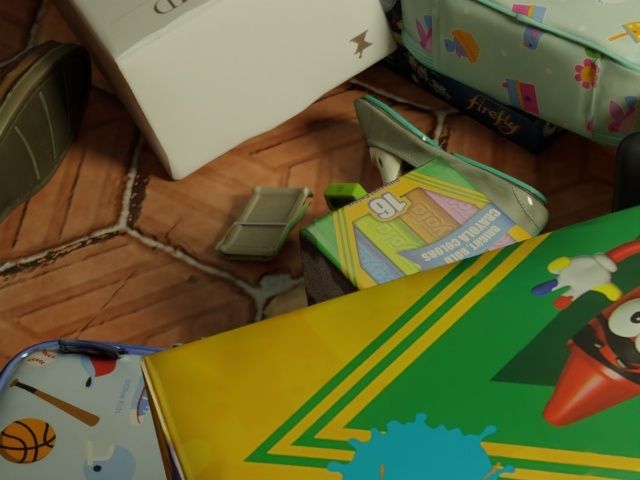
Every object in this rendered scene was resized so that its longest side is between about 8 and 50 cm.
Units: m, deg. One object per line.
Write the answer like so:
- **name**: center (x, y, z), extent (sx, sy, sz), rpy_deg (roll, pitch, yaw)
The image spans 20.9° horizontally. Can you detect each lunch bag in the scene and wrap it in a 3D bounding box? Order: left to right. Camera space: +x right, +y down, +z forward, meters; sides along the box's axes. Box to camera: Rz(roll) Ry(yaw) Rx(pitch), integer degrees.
- **lunch bag**: center (-0.122, 0.194, 1.140), extent (0.243, 0.115, 0.303), rpy_deg (6, 47, 9)
- **lunch bag**: center (0.223, -0.198, 1.432), extent (0.279, 0.108, 0.224), rpy_deg (27, 50, 28)

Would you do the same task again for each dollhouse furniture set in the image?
- **dollhouse furniture set**: center (0.000, 0.000, 1.381), extent (0.152, 0.058, 0.076), rpy_deg (2, 50, 35)

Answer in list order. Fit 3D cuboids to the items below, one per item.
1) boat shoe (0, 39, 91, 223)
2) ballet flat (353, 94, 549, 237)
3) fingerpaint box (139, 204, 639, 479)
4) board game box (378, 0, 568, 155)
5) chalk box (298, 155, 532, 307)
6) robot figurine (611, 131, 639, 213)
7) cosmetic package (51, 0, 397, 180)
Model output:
- **boat shoe**: center (-0.296, -0.065, 1.416), extent (0.104, 0.110, 0.307), rpy_deg (15, 49, 19)
- **ballet flat**: center (0.088, -0.050, 1.392), extent (0.213, 0.072, 0.068), rpy_deg (33, 87, 36)
- **fingerpaint box**: center (0.134, 0.199, 0.870), extent (0.371, 0.444, 0.163), rpy_deg (-17, 45, -10)
- **board game box**: center (0.154, -0.184, 1.531), extent (0.165, 0.042, 0.243), rpy_deg (-37, 52, -27)
- **chalk box**: center (0.099, 0.066, 1.227), extent (0.132, 0.132, 0.213), rpy_deg (-28, 50, -20)
- **robot figurine**: center (0.355, -0.024, 1.255), extent (0.278, 0.173, 0.209), rpy_deg (18, 85, 23)
- **cosmetic package**: center (-0.149, -0.285, 1.559), extent (0.230, 0.161, 0.453), rpy_deg (-32, 49, -7)
